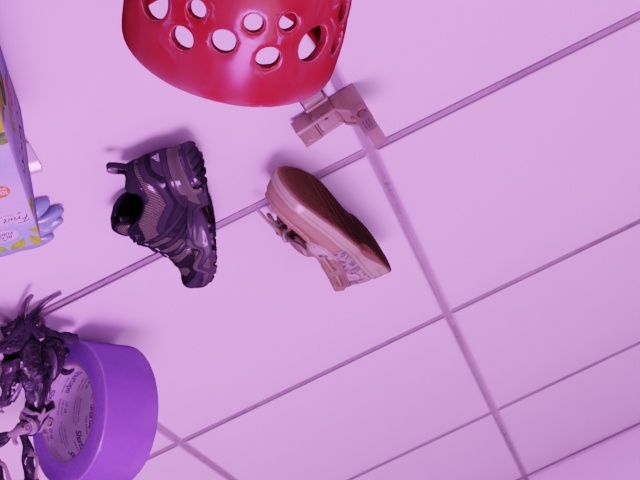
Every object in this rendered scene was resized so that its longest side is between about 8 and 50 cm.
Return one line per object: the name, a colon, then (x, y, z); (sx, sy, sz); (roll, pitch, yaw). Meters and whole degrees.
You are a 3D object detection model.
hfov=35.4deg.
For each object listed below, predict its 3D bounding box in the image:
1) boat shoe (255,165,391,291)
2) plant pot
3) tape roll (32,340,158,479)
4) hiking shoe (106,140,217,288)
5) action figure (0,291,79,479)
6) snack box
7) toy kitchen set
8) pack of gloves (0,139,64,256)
boat shoe: (0.000, 0.000, 1.258); (0.089, 0.105, 0.285); (-34, 146, 11)
plant pot: (-0.061, -0.232, 0.825); (0.191, 0.191, 0.174); (-7, 136, -24)
tape roll: (-0.298, 0.228, 1.321); (0.080, 0.189, 0.189); (13, 132, -43)
hiking shoe: (-0.180, -0.025, 1.153); (0.114, 0.086, 0.227); (-5, 139, -3)
action figure: (-0.388, 0.196, 1.247); (0.141, 0.276, 0.164); (6, -177, 21)
snack box: (-0.297, -0.116, 0.849); (0.070, 0.174, 0.207); (-12, 146, -12)
toy kitchen set: (0.014, -0.130, 1.109); (0.083, 0.075, 0.068); (-33, 145, 6)
pack of gloves: (-0.392, -0.013, 1.056); (0.232, 0.046, 0.195); (-20, 146, -5)
